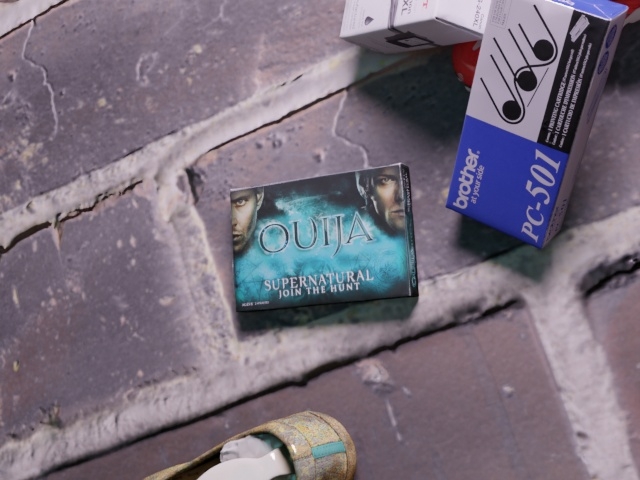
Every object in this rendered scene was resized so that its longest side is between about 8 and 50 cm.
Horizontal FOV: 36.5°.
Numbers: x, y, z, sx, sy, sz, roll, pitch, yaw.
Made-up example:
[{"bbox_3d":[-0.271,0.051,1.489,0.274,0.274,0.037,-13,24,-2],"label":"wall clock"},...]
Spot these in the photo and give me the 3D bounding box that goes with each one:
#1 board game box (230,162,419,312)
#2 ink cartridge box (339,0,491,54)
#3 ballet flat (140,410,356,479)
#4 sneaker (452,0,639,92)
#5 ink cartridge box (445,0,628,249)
[{"bbox_3d":[0.000,0.000,0.937,0.186,0.026,0.126,-7,82,25],"label":"board game box"},{"bbox_3d":[0.090,-0.231,0.861,0.150,0.063,0.109,7,86,59],"label":"ink cartridge box"},{"bbox_3d":[-0.126,0.265,0.921,0.348,0.123,0.123,-32,72,19],"label":"ballet flat"},{"bbox_3d":[0.220,-0.220,0.802,0.279,0.118,0.107,-30,73,23],"label":"sneaker"},{"bbox_3d":[0.173,-0.103,0.801,0.097,0.046,0.207,26,127,25],"label":"ink cartridge box"}]
